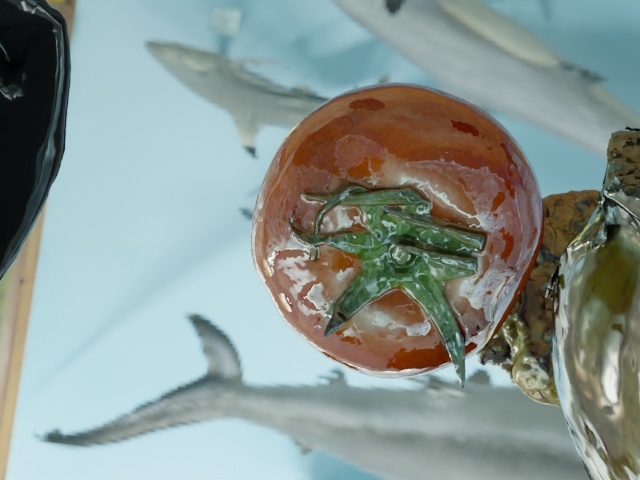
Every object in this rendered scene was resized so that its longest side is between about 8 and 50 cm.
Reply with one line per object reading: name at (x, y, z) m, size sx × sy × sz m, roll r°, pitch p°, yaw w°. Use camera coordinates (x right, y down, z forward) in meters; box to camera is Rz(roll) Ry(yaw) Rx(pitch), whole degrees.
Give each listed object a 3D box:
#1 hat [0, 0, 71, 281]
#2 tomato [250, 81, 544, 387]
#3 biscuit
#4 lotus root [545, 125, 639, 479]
hat at (-0.246, -0.089, 0.516) m, size 0.209 × 0.336 × 0.238 m, roll 37°, pitch -125°, yaw 25°
tomato at (0.066, -0.009, 1.086) m, size 0.255 × 0.256 × 0.224 m, roll 11°, pitch -168°, yaw 1°
biscuit at (0.318, 0.058, 1.386) m, size 0.334 × 0.289 × 0.081 m, roll 16°, pitch 147°, yaw 22°
lotus root at (0.222, 0.110, 0.564) m, size 0.179 × 0.397 × 0.196 m, roll -44°, pitch -149°, yaw -22°
